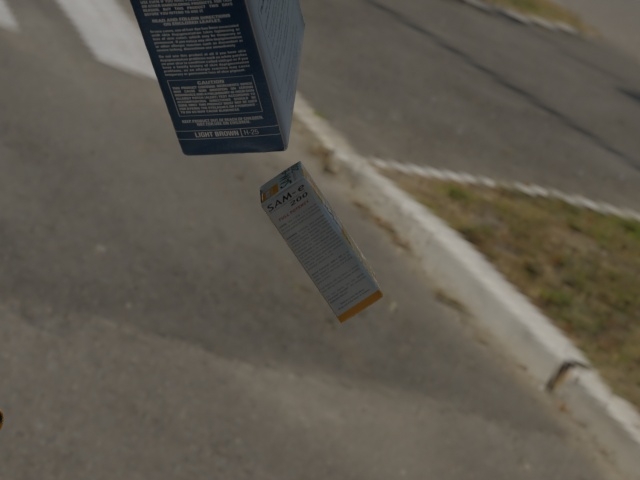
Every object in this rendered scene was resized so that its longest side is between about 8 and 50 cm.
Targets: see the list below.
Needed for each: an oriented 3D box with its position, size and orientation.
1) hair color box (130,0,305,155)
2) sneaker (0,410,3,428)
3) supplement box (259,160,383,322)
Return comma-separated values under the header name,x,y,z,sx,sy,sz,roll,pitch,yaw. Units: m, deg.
name,x,y,z,sx,sy,sz,roll,pitch,yaw
hair color box,-0.099,-0.252,1.319,0.105,0.347,0.174,-2,50,10
sneaker,-0.310,0.076,1.192,0.083,0.084,0.215,5,54,-43
supplement box,0.000,0.000,1.032,0.098,0.036,0.062,56,4,-13
